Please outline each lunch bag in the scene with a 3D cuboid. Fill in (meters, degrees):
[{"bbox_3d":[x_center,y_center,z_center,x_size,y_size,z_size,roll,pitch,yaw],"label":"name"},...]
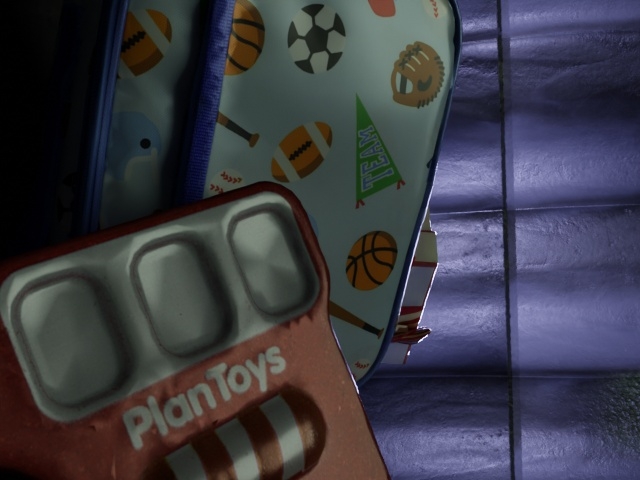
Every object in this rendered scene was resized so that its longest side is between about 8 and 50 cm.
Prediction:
[{"bbox_3d":[-0.051,-0.032,0.501,0.115,0.243,0.304,27,-71,51],"label":"lunch bag"}]

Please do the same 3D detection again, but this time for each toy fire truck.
[{"bbox_3d":[-0.088,0.123,0.341,0.302,0.169,0.254,-20,88,-40],"label":"toy fire truck"}]

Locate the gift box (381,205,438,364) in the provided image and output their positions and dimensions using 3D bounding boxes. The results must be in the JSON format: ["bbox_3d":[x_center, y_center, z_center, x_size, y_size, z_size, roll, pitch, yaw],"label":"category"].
[{"bbox_3d":[0.000,0.000,1.025,0.276,0.255,0.258,90,1,-54],"label":"gift box"}]
